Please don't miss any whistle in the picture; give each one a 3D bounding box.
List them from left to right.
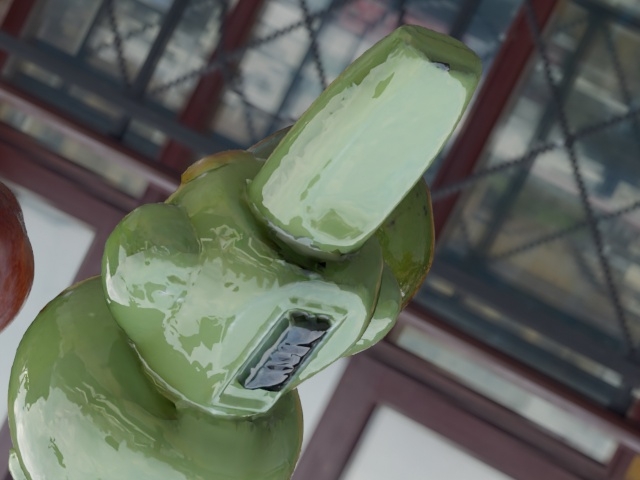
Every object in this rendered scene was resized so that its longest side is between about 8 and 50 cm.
[{"bbox_3d":[-0.041,0.018,0.717,0.141,0.294,0.141,26,-159,-11],"label":"whistle"}]

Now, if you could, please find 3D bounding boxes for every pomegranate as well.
[{"bbox_3d":[0.004,0.006,0.954,0.129,0.129,0.159,25,-147,-17],"label":"pomegranate"}]

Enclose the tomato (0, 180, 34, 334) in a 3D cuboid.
[{"bbox_3d":[-0.250,0.015,0.987,0.187,0.151,0.187,9,-173,-1],"label":"tomato"}]
